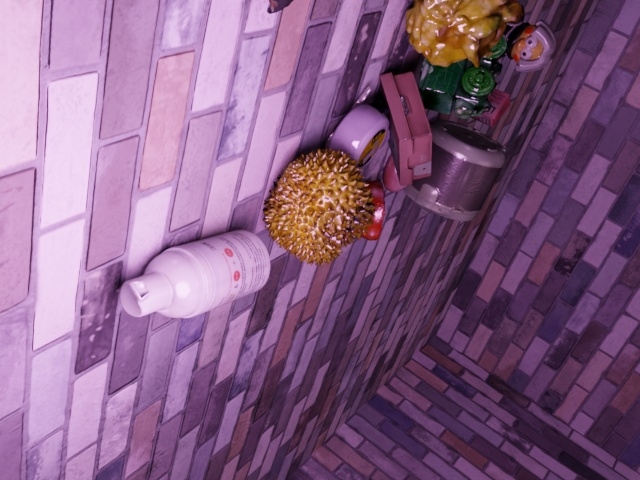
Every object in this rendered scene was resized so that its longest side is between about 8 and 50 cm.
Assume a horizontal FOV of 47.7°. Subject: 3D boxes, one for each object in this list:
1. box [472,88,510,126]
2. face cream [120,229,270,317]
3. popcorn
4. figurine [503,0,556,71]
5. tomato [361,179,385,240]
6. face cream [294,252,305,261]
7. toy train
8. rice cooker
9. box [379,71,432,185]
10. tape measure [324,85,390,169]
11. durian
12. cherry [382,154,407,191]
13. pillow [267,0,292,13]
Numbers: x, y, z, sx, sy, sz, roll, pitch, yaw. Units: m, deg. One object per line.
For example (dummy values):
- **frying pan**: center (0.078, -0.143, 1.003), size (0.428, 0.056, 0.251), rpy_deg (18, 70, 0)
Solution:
- **box**: center (0.531, -0.449, 2.373), size (0.111, 0.156, 0.060), rpy_deg (-52, 147, -14)
- **face cream**: center (-0.260, 0.076, 1.426), size (0.369, 0.145, 0.145), rpy_deg (-17, 136, -57)
- **popcorn**: center (0.327, -0.538, 1.692), size (0.258, 0.270, 0.224), rpy_deg (64, 28, -32)
- **figurine**: center (0.584, -0.604, 2.143), size (0.133, 0.236, 0.176), rpy_deg (-26, 144, -52)
- **tomato**: center (0.127, -0.091, 2.095), size (0.189, 0.099, 0.173), rpy_deg (-105, -161, -65)
- **face cream**: center (0.000, 0.000, 2.002), size (0.114, 0.070, 0.224), rpy_deg (-64, 167, 19)
- **toy train**: center (0.368, -0.443, 1.881), size (0.145, 0.201, 0.266), rpy_deg (76, 32, -73)
- **rice cooker**: center (0.414, -0.215, 2.285), size (0.288, 0.288, 0.277), rpy_deg (-24, 142, -54)
- **box**: center (0.218, -0.287, 1.846), size (0.086, 0.215, 0.215), rpy_deg (-12, 152, 0)
- **tape measure**: center (0.090, -0.256, 1.772), size (0.196, 0.105, 0.178), rpy_deg (-47, 164, -21)
- **durian**: center (-0.001, -0.066, 1.668), size (0.258, 0.258, 0.293), rpy_deg (-38, 163, -40)
- **cherry**: center (0.233, -0.198, 2.171), size (0.106, 0.087, 0.126), rpy_deg (-55, 162, -16)
- **pillow**: center (-0.060, -0.454, 1.225), size (0.090, 0.048, 0.150), rpy_deg (-51, 161, -20)
